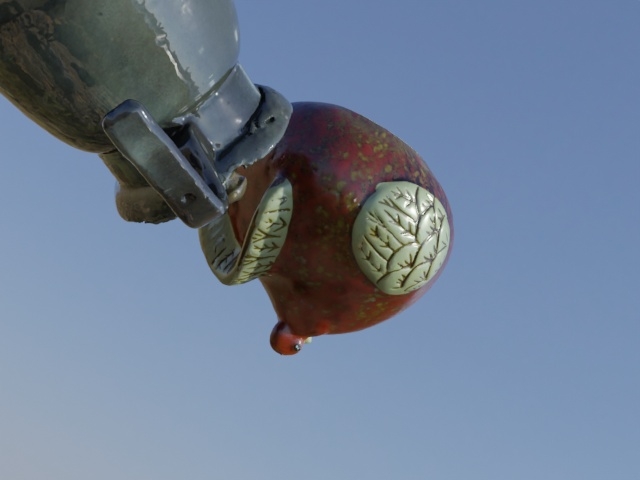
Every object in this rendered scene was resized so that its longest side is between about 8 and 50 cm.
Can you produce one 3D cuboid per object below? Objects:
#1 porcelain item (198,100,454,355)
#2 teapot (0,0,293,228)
[{"bbox_3d":[0.000,0.000,1.647,0.253,0.253,0.253,26,-14,7],"label":"porcelain item"},{"bbox_3d":[-0.127,-0.135,1.395,0.305,0.223,0.285,14,-37,57],"label":"teapot"}]
